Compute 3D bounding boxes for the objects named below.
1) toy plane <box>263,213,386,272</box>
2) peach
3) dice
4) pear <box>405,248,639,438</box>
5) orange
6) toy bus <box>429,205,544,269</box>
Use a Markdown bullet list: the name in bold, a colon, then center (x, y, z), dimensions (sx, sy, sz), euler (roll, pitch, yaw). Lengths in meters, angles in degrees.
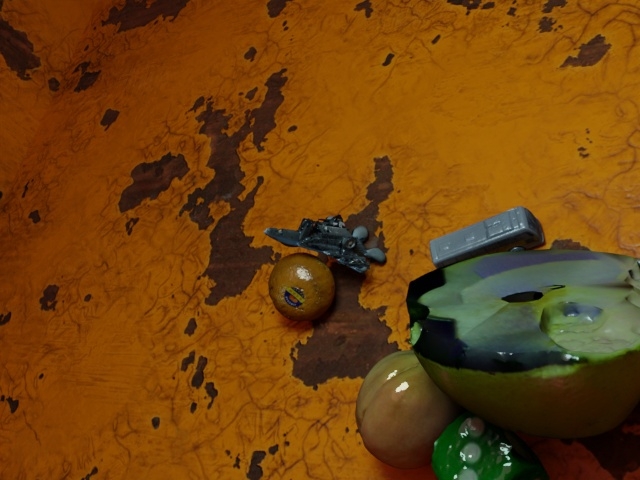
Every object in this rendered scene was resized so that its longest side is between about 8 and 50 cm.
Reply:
- **toy plane**: center (0.003, -0.006, 1.523), dimensions (0.078, 0.246, 0.169), euler (-55, 40, 22)
- **peach**: center (0.138, 0.267, 1.269), dimensions (0.184, 0.184, 0.184), euler (-20, 51, 26)
- **dice**: center (0.245, 0.329, 1.172), dimensions (0.120, 0.131, 0.128), euler (-46, 45, 5)
- **pear**: center (0.314, 0.153, 1.153), dimensions (0.398, 0.165, 0.399), euler (-7, 16, 2)
- **orange**: center (-0.036, 0.087, 1.561), dimensions (0.135, 0.136, 0.117), euler (-28, 14, 19)
- **toy bus**: center (0.285, 0.002, 1.406), dimensions (0.190, 0.075, 0.064), euler (-23, 48, 24)
